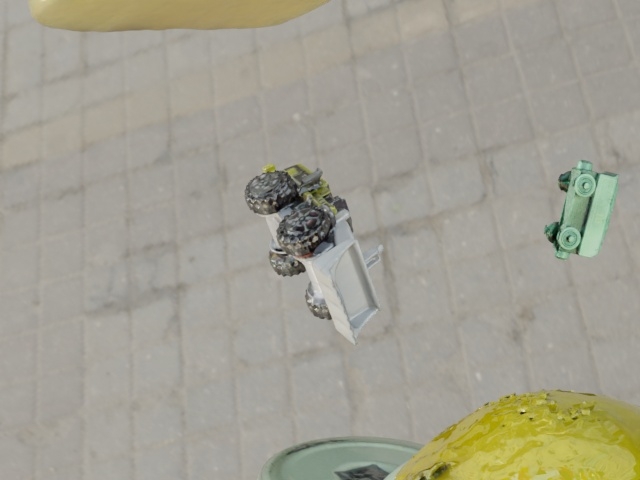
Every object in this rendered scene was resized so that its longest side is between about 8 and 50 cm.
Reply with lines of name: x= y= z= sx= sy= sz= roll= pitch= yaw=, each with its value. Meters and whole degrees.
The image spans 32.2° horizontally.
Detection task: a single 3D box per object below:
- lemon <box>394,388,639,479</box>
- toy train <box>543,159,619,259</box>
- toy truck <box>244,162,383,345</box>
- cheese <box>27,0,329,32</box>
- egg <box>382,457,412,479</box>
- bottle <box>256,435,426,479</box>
lemon: x=0.108 y=0.151 z=0.481 sx=0.173 sy=0.206 sz=0.174 roll=-33 pitch=39 yaw=31
toy train: x=0.446 y=-0.048 z=1.881 sx=0.099 sy=0.070 sz=0.172 roll=12 pitch=98 yaw=-14
toy truck: x=0.000 y=0.000 z=1.299 sx=0.111 sy=0.136 sz=0.286 roll=-28 pitch=35 yaw=-9
cheese: x=-0.086 y=-0.336 z=1.145 sx=0.383 sy=0.384 sz=0.104 roll=-20 pitch=79 yaw=11
egg: x=0.095 y=0.220 z=0.765 sx=0.149 sy=0.192 sz=0.149 roll=2 pitch=53 yaw=-3
bottle: x=0.034 y=0.378 z=1.051 sx=0.229 sy=0.229 sz=0.352 roll=7 pitch=102 yaw=26
